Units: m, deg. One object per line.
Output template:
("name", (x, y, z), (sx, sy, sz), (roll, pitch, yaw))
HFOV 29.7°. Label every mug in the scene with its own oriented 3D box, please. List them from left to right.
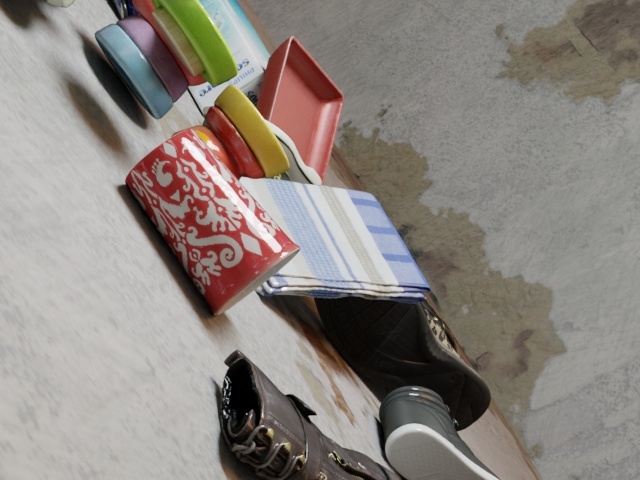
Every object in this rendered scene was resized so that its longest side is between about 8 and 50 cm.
("mug", (-0.126, -0.013, 1.262), (0.169, 0.150, 0.113), (52, 44, 3))

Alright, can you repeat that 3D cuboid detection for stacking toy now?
("stacking toy", (-0.192, -0.196, 1.393), (0.309, 0.130, 0.279), (49, -9, 34))

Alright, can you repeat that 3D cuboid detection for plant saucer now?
("plant saucer", (-0.050, -0.164, 1.955), (0.258, 0.047, 0.259), (38, 64, -65))

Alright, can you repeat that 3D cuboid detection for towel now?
("towel", (0.000, 0.000, 1.625), (0.285, 0.034, 0.209), (4, 44, -38))

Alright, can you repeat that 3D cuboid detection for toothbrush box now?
("toothbrush box", (-0.167, -0.316, 2.049), (0.296, 0.126, 0.216), (58, 8, 23))

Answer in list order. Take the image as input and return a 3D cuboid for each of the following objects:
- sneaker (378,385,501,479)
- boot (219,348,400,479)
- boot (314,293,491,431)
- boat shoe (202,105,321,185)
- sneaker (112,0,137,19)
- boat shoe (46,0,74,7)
("sneaker", (0.185, 0.308, 1.669), (0.296, 0.104, 0.147), (47, 16, -27))
("boot", (0.000, 0.230, 1.057), (0.229, 0.091, 0.263), (44, 9, -31))
("boot", (0.093, 0.104, 1.863), (0.377, 0.138, 0.284), (42, 9, -29))
("boat shoe", (-0.086, -0.097, 1.721), (0.109, 0.091, 0.305), (11, -15, 26))
("sneaker", (-0.287, -0.429, 1.802), (0.315, 0.127, 0.182), (50, 7, -42))
("boat shoe", (-0.315, -0.346, 1.388), (0.113, 0.127, 0.340), (10, 27, -5))
